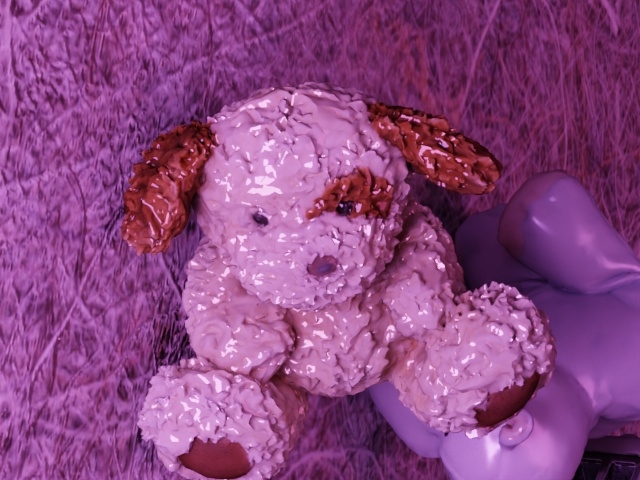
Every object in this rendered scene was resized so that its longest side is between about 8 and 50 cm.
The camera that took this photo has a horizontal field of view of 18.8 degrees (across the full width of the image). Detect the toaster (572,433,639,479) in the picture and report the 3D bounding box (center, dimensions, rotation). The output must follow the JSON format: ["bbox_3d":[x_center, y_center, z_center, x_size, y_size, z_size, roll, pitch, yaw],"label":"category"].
[{"bbox_3d":[0.197,0.243,1.585,0.185,0.168,0.110,-60,139,-38],"label":"toaster"}]

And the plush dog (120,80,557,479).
[{"bbox_3d":[0.000,0.000,1.194,0.210,0.262,0.225,-102,-178,-50],"label":"plush dog"}]

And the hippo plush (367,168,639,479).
[{"bbox_3d":[0.161,0.122,1.465,0.236,0.294,0.234,-37,159,-30],"label":"hippo plush"}]
